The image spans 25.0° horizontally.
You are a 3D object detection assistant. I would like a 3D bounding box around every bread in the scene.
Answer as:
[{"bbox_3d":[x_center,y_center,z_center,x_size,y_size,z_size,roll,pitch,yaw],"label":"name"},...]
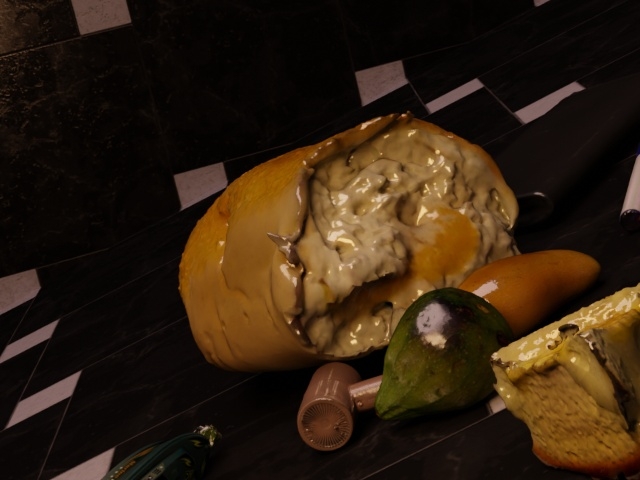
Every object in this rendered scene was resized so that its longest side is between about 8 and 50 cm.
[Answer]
[{"bbox_3d":[0.219,0.127,1.179,0.169,0.140,0.160,-28,1,18],"label":"bread"},{"bbox_3d":[0.000,0.000,1.784,0.361,0.250,0.394,-23,8,-33],"label":"bread"}]

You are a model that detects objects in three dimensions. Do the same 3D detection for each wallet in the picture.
[{"bbox_3d":[0.338,-0.122,2.063,0.228,0.062,0.406,-13,21,47],"label":"wallet"}]

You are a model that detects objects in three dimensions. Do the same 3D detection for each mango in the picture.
[{"bbox_3d":[0.220,0.055,1.582,0.184,0.085,0.102,-27,13,-21],"label":"mango"}]

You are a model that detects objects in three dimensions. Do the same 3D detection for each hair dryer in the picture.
[{"bbox_3d":[0.067,0.162,1.560,0.181,0.064,0.117,-17,14,14],"label":"hair dryer"}]

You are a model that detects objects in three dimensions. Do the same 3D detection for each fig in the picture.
[{"bbox_3d":[0.119,0.129,1.477,0.156,0.123,0.123,-55,6,17],"label":"fig"}]

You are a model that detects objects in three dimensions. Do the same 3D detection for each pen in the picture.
[{"bbox_3d":[0.403,-0.073,1.807,0.033,0.033,0.269,-22,15,25],"label":"pen"}]

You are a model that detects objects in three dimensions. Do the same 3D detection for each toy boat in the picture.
[{"bbox_3d":[-0.189,0.283,1.532,0.103,0.093,0.246,7,31,32],"label":"toy boat"}]

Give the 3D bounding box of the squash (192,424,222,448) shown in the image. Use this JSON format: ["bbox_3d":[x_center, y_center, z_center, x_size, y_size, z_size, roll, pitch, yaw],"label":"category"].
[{"bbox_3d":[-0.181,0.271,1.645,0.052,0.052,0.183,-13,20,48],"label":"squash"}]
